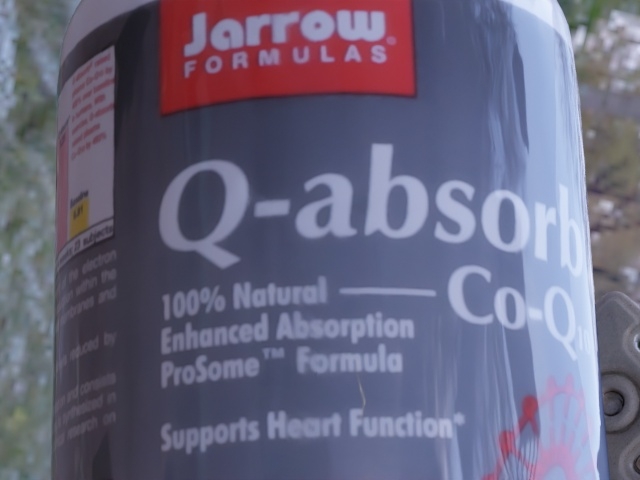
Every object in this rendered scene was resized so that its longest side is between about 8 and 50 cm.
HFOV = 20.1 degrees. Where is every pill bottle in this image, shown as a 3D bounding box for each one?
[{"bbox_3d":[0.000,0.000,0.707,0.210,0.210,0.363,117,-28,-70],"label":"pill bottle"}]

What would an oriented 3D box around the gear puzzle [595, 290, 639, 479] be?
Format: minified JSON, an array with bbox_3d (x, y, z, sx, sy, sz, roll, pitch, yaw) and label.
[{"bbox_3d":[0.127,0.129,0.815,0.175,0.339,0.044,-46,152,7],"label":"gear puzzle"}]
